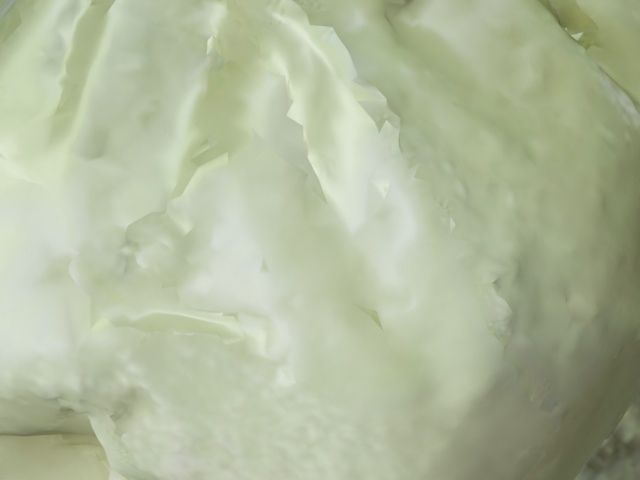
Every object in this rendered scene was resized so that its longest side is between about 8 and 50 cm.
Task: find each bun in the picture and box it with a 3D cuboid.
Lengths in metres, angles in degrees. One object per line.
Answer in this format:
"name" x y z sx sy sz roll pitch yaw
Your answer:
"bun" -0.038 -0.047 0.584 0.359 0.359 0.211 -42 -54 -7
